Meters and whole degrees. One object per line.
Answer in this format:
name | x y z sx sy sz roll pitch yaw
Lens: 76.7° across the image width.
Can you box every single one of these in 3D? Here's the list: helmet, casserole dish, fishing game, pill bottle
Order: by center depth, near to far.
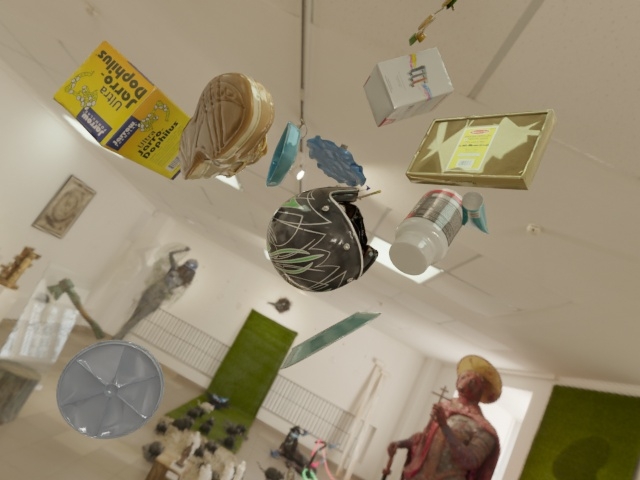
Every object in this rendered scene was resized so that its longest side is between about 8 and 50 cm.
helmet | 0.000 0.000 0.605 0.169 0.161 0.169 14 -61 27
casserole dish | -0.085 -0.192 0.936 0.037 0.114 0.188 16 -23 -15
fishing game | 0.043 -0.205 1.032 0.264 0.041 0.189 39 -14 -10
pill bottle | 0.352 -0.028 1.331 0.176 0.318 0.176 23 -45 25

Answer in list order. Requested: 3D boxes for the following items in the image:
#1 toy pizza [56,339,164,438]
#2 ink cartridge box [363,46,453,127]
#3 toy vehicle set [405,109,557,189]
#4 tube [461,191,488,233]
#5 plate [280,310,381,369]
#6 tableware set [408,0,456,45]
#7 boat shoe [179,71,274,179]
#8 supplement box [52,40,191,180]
toy pizza | -0.428 0.304 0.835 0.201 0.201 0.032 32 -8 -13
ink cartridge box | 0.228 -0.398 1.062 0.128 0.176 0.127 148 -77 -78
toy vehicle set | 0.325 -0.190 0.850 0.266 0.166 0.035 14 -21 48
tube | 0.416 -0.065 1.095 0.080 0.052 0.207 31 -6 28
plate | 0.014 0.156 0.665 0.024 0.188 0.188 62 -10 10
tableware set | 0.275 -0.528 0.959 0.024 0.154 0.104 39 1 -18
boat shoe | -0.074 -0.091 0.346 0.059 0.063 0.170 -5 -1 -32
supplement box | -0.495 -0.336 1.132 0.194 0.195 0.356 42 1 7
